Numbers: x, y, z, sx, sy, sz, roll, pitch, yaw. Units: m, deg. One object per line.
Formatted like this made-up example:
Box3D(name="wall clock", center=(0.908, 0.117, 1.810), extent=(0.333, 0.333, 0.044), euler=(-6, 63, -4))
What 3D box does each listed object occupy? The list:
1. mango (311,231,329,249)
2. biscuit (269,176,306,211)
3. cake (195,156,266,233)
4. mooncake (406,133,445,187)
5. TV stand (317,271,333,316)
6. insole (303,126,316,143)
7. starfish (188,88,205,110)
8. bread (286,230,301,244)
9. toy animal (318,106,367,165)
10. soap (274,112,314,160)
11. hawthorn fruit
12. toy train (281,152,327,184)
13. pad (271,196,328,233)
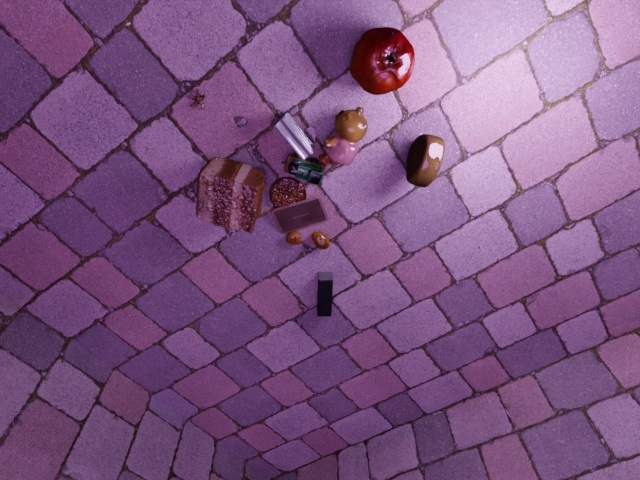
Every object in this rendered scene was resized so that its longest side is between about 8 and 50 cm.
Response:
Box3D(name="mango", center=(0.000, 0.000, 2.149), extent=(0.114, 0.057, 0.079), euler=(43, 116, -15))
Box3D(name="biscuit", center=(-0.162, -0.224, 2.019), extent=(0.187, 0.027, 0.188), euler=(-1, 121, -1))
Box3D(name="cake", center=(-0.411, -0.210, 1.876), extent=(0.290, 0.282, 0.256), euler=(11, 118, -5))
Box3D(name="mooncake", center=(0.472, -0.365, 1.812), extent=(0.116, 0.235, 0.235), euler=(16, 120, -10))
Box3D(name="TV stand", center=(0.024, 0.309, 2.326), extent=(0.088, 0.083, 0.270), euler=(1, 121, 0))
Box3D(name="insole", center=(-0.072, -0.440, 1.898), extent=(0.065, 0.006, 0.194), euler=(17, 121, -11))
Box3D(name="starfish", center=(-0.536, -0.610, 1.770), extent=(0.091, 0.028, 0.078), euler=(-36, 110, 22))
Box3D(name="bread", center=(-0.138, -0.011, 2.141), extent=(0.083, 0.046, 0.081), euler=(29, 124, -24))
Box3D(name="toy animal", center=(0.111, -0.459, 1.800), extent=(0.195, 0.169, 0.281), euler=(-9, 129, -48))
Box3D(name="soap", center=(-0.113, -0.464, 1.809), extent=(0.066, 0.119, 0.198), euler=(-33, 114, 19))
Box3D(name="hawthorn fruit", center=(0.243, -0.688, 1.577), extent=(0.253, 0.300, 0.254), euler=(-1, 119, -2))
Box3D(name="toy train", center=(-0.070, -0.327, 1.887), extent=(0.227, 0.136, 0.091), euler=(12, 124, -19))
Box3D(name="pad", center=(-0.104, -0.125, 2.078), extent=(0.266, 0.002, 0.176), euler=(-16, 132, 9))
